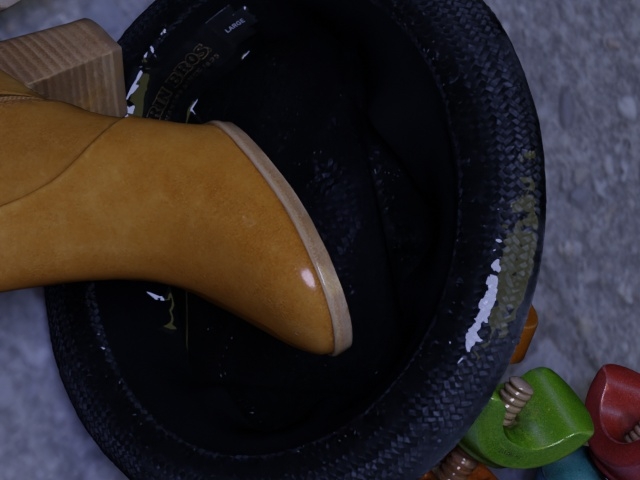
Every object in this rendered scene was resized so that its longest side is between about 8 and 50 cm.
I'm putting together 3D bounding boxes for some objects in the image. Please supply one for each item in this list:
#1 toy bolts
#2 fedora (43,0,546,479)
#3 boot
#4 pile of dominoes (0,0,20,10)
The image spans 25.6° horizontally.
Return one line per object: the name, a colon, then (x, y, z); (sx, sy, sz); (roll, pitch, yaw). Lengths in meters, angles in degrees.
toy bolts: (0.119, 0.138, 0.942); (0.229, 0.218, 0.158); (24, 113, -26)
fedora: (0.000, 0.000, 0.811); (0.152, 0.334, 0.334); (28, 63, -61)
boot: (-0.144, 0.002, 0.682); (0.211, 0.295, 0.104); (-28, 139, -24)
pile of dominoes: (-0.273, -0.159, 0.705); (0.251, 0.040, 0.196); (-43, 102, -39)
